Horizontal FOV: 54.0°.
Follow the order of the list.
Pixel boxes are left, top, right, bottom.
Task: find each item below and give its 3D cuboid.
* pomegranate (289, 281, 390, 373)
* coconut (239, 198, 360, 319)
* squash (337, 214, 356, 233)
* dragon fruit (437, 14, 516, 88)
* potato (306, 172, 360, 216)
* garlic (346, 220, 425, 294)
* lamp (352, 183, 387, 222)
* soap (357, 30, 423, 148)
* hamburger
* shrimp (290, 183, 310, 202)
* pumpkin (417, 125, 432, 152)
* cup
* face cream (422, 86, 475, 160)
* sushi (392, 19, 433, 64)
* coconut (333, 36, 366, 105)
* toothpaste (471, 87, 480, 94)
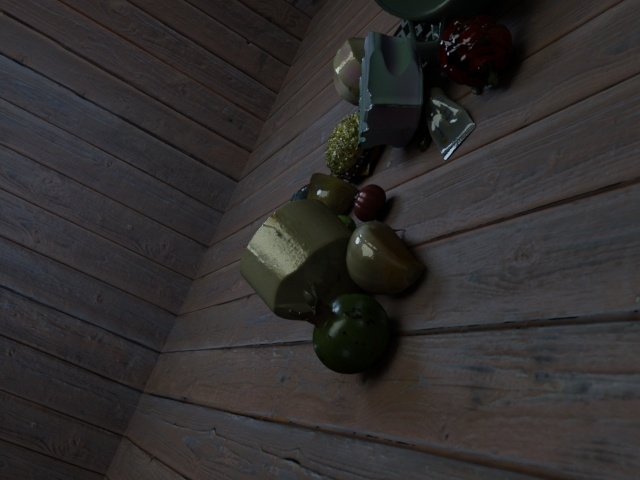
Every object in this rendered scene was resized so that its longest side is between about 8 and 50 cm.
[{"bbox_3d":[0.042,0.184,1.360,0.181,0.224,0.181,-48,17,20],"label":"pomegranate"},{"bbox_3d":[-0.050,0.049,1.608,0.323,0.323,0.323,-51,22,29],"label":"coconut"},{"bbox_3d":[0.000,0.000,1.917,0.379,0.101,0.101,-32,35,58],"label":"squash"},{"bbox_3d":[0.363,-0.446,1.479,0.182,0.182,0.188,-62,17,-1],"label":"dragon fruit"},{"bbox_3d":[0.005,-0.139,2.012,0.138,0.098,0.243,-59,29,-10],"label":"potato"},{"bbox_3d":[0.139,0.031,1.450,0.245,0.164,0.145,-102,7,-61],"label":"garlic"},{"bbox_3d":[0.135,-0.101,1.709,0.107,0.092,0.107,-55,-18,-28],"label":"lamp"},{"bbox_3d":[0.195,-0.437,1.801,0.446,0.156,0.261,-84,1,-48],"label":"soap"},{"bbox_3d":[0.100,-0.308,2.017,0.262,0.139,0.243,-13,52,64],"label":"hamburger"},{"bbox_3d":[-0.080,-0.135,2.354,0.233,0.079,0.090,-52,59,41],"label":"shrimp"},{"bbox_3d":[0.279,-0.277,1.682,0.050,0.028,0.083,-23,47,59],"label":"pumpkin"},{"bbox_3d":[0.317,-0.670,1.615,0.310,0.401,0.392,-30,5,32],"label":"cup"},{"bbox_3d":[0.317,-0.306,1.588,0.114,0.070,0.224,-51,30,30],"label":"face cream"},{"bbox_3d":[0.387,-0.720,1.979,0.339,0.069,0.320,-56,28,17],"label":"sushi"},{"bbox_3d":[0.155,-0.578,2.129,0.237,0.237,0.197,-48,28,35],"label":"coconut"},{"bbox_3d":[0.386,-0.385,1.569,0.083,0.019,0.027,-82,10,-54],"label":"toothpaste"}]
